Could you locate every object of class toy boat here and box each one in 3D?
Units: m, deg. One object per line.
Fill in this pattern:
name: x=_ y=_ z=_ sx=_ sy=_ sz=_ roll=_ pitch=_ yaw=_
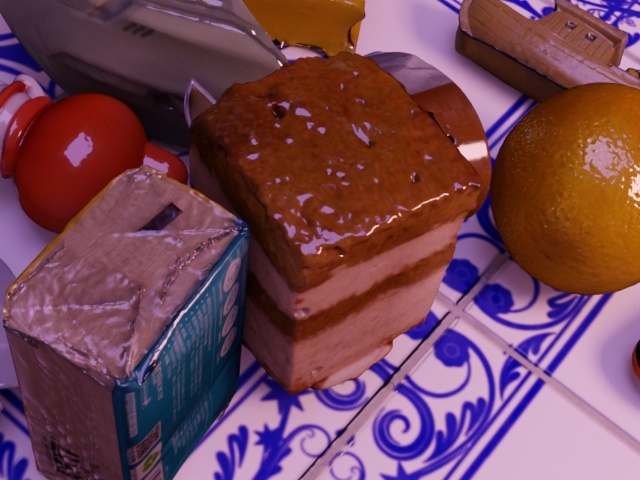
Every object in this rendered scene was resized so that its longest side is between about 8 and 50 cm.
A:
toy boat: x=0.312 y=-0.220 z=1.316 sx=0.321 sy=0.089 sz=0.121 roll=33 pitch=71 yaw=18

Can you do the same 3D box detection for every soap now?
soap: x=-0.026 y=-0.389 z=1.369 sx=0.204 sy=0.096 sz=0.324 roll=12 pitch=55 yaw=-4

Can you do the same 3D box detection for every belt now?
belt: x=0.069 y=-0.104 z=1.117 sx=0.105 sy=0.184 sz=0.261 roll=-14 pitch=29 yaw=-21

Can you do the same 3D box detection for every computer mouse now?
computer mouse: x=-0.213 y=-0.219 z=1.140 sx=0.429 sy=0.228 sz=0.145 roll=33 pitch=61 yaw=9

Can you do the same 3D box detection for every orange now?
orange: x=0.291 y=-0.055 z=1.132 sx=0.236 sy=0.236 sz=0.236 roll=6 pitch=55 yaw=-8

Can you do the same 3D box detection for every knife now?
knife: x=-0.066 y=-0.055 z=1.094 sx=0.046 sy=0.022 sz=0.256 roll=-35 pitch=105 yaw=-2

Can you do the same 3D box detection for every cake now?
cake: x=0.000 y=0.000 z=0.990 sx=0.196 sy=0.293 sz=0.199 roll=-27 pitch=59 yaw=-25

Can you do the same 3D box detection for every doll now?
doll: x=-0.244 y=-0.078 z=1.092 sx=0.290 sy=0.130 sz=0.161 roll=26 pitch=52 yaw=0

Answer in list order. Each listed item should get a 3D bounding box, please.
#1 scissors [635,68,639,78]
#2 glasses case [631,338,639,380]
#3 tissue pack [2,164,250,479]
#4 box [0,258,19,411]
scissors: x=0.387 y=-0.101 z=1.303 sx=0.109 sy=0.022 sz=0.300 roll=20 pitch=55 yaw=7
glasses case: x=0.445 y=0.094 z=1.152 sx=0.266 sy=0.067 sz=0.103 roll=-28 pitch=67 yaw=-28
tissue pack: x=-0.159 y=0.094 z=0.905 sx=0.134 sy=0.271 sz=0.192 roll=26 pitch=54 yaw=11
box: x=-0.383 y=0.037 z=0.903 sx=0.291 sy=0.206 sz=0.262 roll=9 pitch=52 yaw=12
